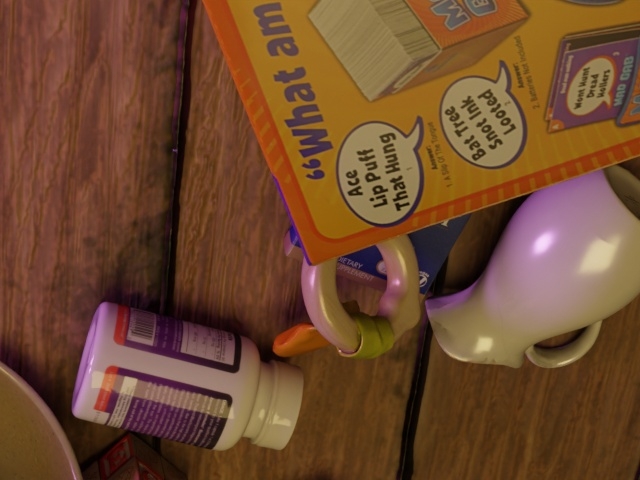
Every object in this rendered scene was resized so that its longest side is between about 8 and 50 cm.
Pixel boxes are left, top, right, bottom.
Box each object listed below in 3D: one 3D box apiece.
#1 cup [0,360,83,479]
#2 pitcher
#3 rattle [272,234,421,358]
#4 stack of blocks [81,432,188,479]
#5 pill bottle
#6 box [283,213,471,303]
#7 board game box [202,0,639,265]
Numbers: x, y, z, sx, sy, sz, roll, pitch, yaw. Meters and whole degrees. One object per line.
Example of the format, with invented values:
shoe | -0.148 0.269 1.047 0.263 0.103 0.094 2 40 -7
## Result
cup | -0.402 0.270 1.175 0.331 0.331 0.237 28 138 -18
pitcher | 0.223 0.035 1.194 0.177 0.125 0.207 20 128 -37
rattle | 0.000 0.000 1.156 0.130 0.142 0.200 -30 106 -22
stack of blocks | -0.246 0.341 1.251 0.297 0.171 0.087 -42 119 6
pill bottle | -0.118 0.129 1.210 0.193 0.108 0.108 16 116 -13
box | 0.075 -0.060 1.166 0.136 0.036 0.225 21 114 -15
board game box | 0.089 -0.265 0.873 0.356 0.356 0.357 -18 119 5
